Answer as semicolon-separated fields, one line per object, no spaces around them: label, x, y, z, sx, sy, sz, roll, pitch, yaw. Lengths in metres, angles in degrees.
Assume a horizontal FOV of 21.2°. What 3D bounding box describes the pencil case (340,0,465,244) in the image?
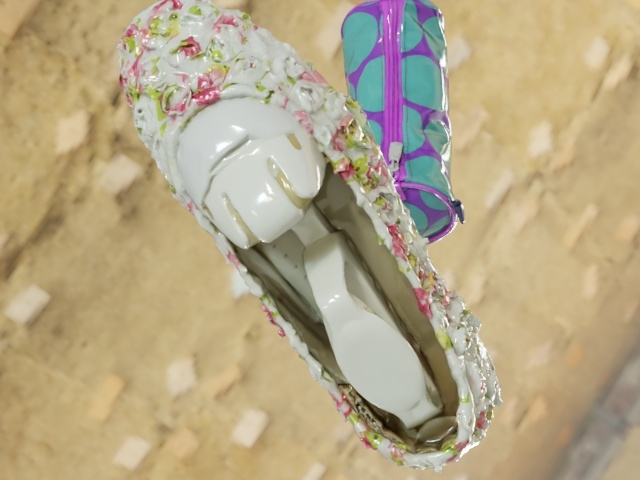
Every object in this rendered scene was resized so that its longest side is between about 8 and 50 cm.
pencil case;0.045;-0.069;0.972;0.070;0.064;0.151;78;-171;-55

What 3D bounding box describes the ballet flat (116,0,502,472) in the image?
ballet flat;0.000;0.000;0.723;0.091;0.241;0.077;-36;12;13
